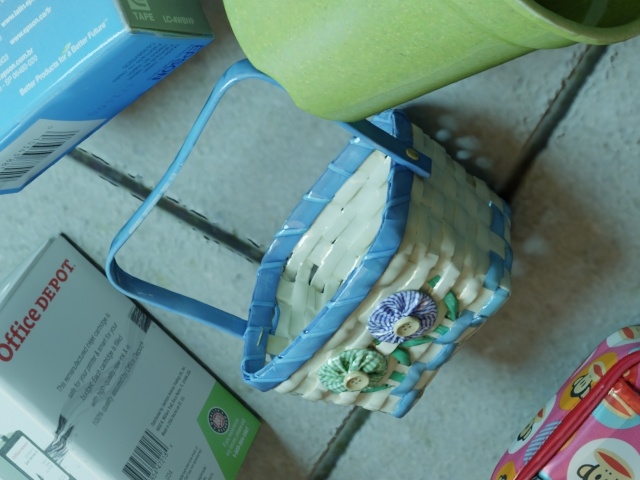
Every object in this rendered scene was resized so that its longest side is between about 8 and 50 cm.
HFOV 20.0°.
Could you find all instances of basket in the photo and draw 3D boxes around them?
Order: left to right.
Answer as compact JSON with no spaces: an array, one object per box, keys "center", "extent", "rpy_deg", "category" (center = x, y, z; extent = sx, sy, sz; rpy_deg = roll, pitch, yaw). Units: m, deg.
[{"center":[0.000,0.000,1.482],"extent":[0.289,0.201,0.255],"rpy_deg":[27,127,-13],"category":"basket"}]

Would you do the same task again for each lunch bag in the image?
[{"center":[0.320,0.218,1.552],"extent":[0.293,0.120,0.258],"rpy_deg":[38,98,-9],"category":"lunch bag"}]

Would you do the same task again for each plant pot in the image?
[{"center":[0.071,-0.216,1.308],"extent":[0.276,0.276,0.254],"rpy_deg":[48,135,-15],"category":"plant pot"}]

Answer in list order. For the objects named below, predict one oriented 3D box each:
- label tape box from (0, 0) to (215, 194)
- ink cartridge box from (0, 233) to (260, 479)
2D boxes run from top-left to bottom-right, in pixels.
[{"center":[-0.263,-0.244,1.443],"extent":[0.249,0.115,0.348],"rpy_deg":[-34,72,32],"category":"label tape box"},{"center":[-0.210,0.159,1.654],"extent":[0.273,0.198,0.115],"rpy_deg":[44,125,-12],"category":"ink cartridge box"}]
